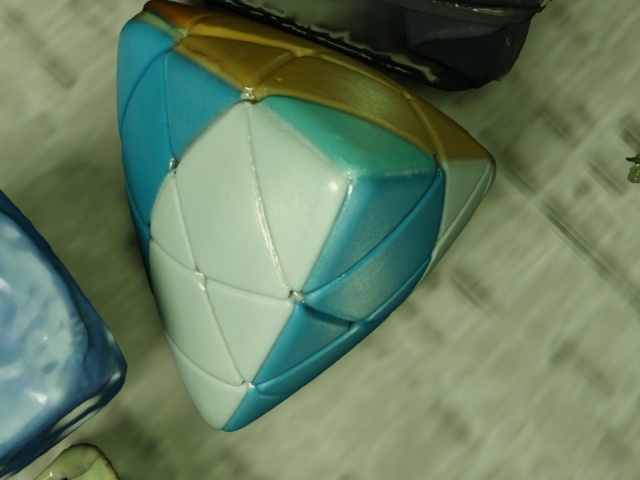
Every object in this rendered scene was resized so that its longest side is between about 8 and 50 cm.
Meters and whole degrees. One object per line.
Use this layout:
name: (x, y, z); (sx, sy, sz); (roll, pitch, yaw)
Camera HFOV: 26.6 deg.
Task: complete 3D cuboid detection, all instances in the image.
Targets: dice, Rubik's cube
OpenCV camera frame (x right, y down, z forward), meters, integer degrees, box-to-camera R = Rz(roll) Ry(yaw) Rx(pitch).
dice: (-0.198, 0.061, 0.722); (0.146, 0.146, 0.143); (-35, 88, -15)
Rubik's cube: (0.000, 0.000, 0.796); (0.254, 0.254, 0.254); (2, 80, -12)

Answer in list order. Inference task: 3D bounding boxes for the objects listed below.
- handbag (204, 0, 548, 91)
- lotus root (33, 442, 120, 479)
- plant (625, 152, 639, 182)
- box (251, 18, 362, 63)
handbag: (0.011, -0.278, 0.826); (0.329, 0.122, 0.303); (19, 70, -5)
lotus root: (-0.173, 0.219, 0.701); (0.138, 0.119, 0.235); (50, 64, -15)
plant: (0.234, -0.080, 0.890); (0.051, 0.051, 0.102); (38, 80, -4)
box: (-0.008, -0.151, 0.864); (0.073, 0.020, 0.149); (5, 80, -11)
